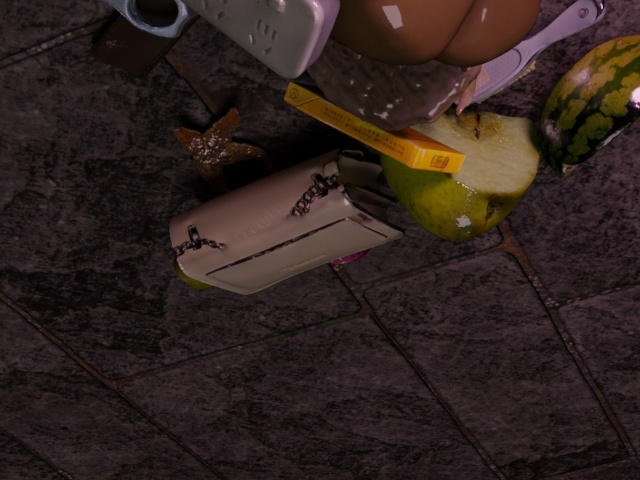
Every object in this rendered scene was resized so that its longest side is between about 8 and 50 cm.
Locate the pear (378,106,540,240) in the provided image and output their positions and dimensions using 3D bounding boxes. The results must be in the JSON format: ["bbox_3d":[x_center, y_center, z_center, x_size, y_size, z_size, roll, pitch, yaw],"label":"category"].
[{"bbox_3d":[0.238,-0.103,2.099,0.292,0.292,0.159,9,132,-14],"label":"pear"}]

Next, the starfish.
[{"bbox_3d":[-0.163,-0.157,2.167,0.138,0.050,0.247,-11,152,14],"label":"starfish"}]

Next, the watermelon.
[{"bbox_3d":[0.483,-0.215,2.006,0.303,0.128,0.159,-43,124,16],"label":"watermelon"}]

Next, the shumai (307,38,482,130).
[{"bbox_3d":[0.129,-0.316,1.893,0.314,0.262,0.267,33,109,16],"label":"shumai"}]

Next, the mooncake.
[{"bbox_3d":[0.154,-0.427,1.499,0.467,0.262,0.467,-32,141,-30],"label":"mooncake"}]

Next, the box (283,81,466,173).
[{"bbox_3d":[0.085,-0.179,1.962,0.152,0.269,0.043,4,112,-56],"label":"box"}]

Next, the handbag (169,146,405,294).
[{"bbox_3d":[-0.063,-0.038,2.202,0.359,0.160,0.237,-21,164,23],"label":"handbag"}]

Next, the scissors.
[{"bbox_3d":[-0.359,-0.387,1.841,0.360,0.029,0.191,-1,127,6],"label":"scissors"}]

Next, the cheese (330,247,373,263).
[{"bbox_3d":[0.000,0.000,2.370,0.244,0.062,0.155,-8,141,12],"label":"cheese"}]

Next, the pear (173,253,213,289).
[{"bbox_3d":[-0.238,0.049,2.409,0.097,0.092,0.092,32,133,-15],"label":"pear"}]

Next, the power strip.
[{"bbox_3d":[-0.093,-0.327,1.420,0.265,0.059,0.193,38,139,10],"label":"power strip"}]

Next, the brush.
[{"bbox_3d":[0.341,-0.302,1.996,0.297,0.068,0.060,-31,154,30],"label":"brush"}]

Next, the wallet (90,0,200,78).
[{"bbox_3d":[-0.270,-0.337,1.933,0.110,0.031,0.198,25,134,-31],"label":"wallet"}]
